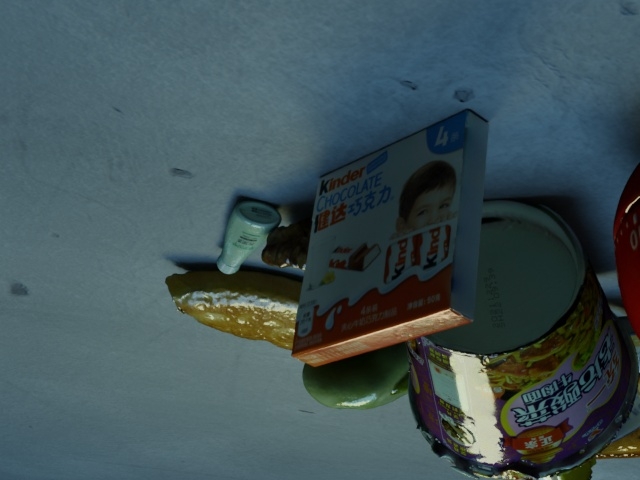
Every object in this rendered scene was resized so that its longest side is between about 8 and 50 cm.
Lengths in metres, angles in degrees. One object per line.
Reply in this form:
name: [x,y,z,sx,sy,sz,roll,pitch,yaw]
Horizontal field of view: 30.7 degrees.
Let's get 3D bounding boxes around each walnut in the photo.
walnut: [0.000,0.000,1.620,0.170,0.069,0.143,-4,-171,35]

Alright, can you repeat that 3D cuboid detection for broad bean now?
broad bean: [0.083,0.216,1.960,0.228,0.169,0.100,-7,127,24]

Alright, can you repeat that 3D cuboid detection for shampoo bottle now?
shampoo bottle: [-0.115,-0.001,1.711,0.069,0.041,0.191,10,154,-16]

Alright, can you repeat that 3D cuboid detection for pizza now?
pizza: [-0.078,0.118,1.906,0.365,0.074,0.182,11,152,-8]

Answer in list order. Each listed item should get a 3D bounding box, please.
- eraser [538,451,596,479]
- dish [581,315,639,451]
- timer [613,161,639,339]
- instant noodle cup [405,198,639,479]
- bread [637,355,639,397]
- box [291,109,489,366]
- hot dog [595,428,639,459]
eraser: [0.407,0.339,2.021,0.069,0.158,0.226,-6,114,35]
dish: [0.436,0.202,1.876,0.273,0.134,0.273,-14,135,-15]
timer: [0.517,0.001,1.284,0.378,0.279,0.378,4,153,2]
instant noodle cup: [0.253,0.122,1.575,0.340,0.340,0.266,-2,144,18]
bread: [0.559,0.150,1.692,0.185,0.114,0.275,-24,146,-2]
box: [0.083,0.002,1.416,0.048,0.265,0.273,28,146,-32]
hot dog: [0.568,0.329,2.106,0.158,0.117,0.349,-7,175,-39]
